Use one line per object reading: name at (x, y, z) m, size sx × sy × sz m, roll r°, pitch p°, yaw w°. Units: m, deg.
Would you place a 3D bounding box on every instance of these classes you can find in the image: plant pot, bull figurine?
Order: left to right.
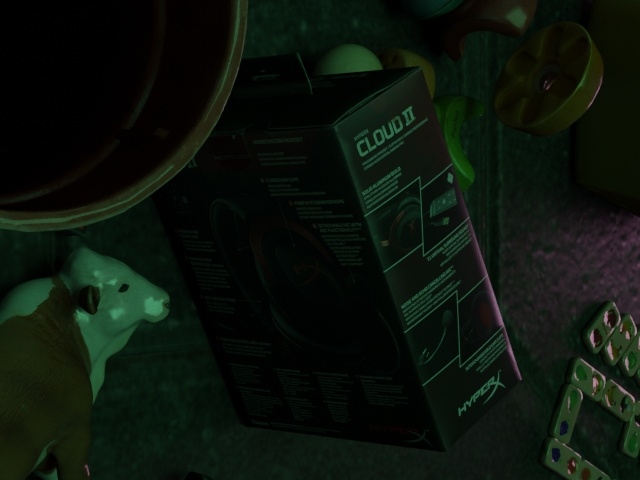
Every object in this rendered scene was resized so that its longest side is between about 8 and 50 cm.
plant pot at (-0.228, -0.134, 0.927) m, size 0.272 × 0.265 × 0.272 m, roll 2°, pitch 86°, yaw -36°
bull figurine at (-0.217, 0.136, 1.073) m, size 0.310 × 0.101 × 0.188 m, roll -33°, pitch 115°, yaw -40°
plant pot at (0.375, -0.109, 1.593) m, size 0.212 × 0.212 × 0.187 m, roll 24°, pitch 87°, yaw -42°

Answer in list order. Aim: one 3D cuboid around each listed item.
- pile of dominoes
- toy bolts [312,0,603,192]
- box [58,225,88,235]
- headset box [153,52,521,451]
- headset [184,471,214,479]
pile of dominoes at (0.337, 0.187, 1.662) m, size 0.251 × 0.040 × 0.196 m, roll 35°, pitch 67°, yaw -40°
toy bolts at (0.107, -0.181, 1.336) m, size 0.158 × 0.218 × 0.228 m, roll 33°, pitch 50°, yaw -33°
box at (-0.211, -0.070, 1.127) m, size 0.137 × 0.027 × 0.094 m, roll 27°, pitch 73°, yaw -41°
headset box at (0.000, 0.000, 1.203) m, size 0.110 × 0.218 × 0.293 m, roll -37°, pitch 115°, yaw -39°
headset at (-0.180, 0.330, 1.121) m, size 0.394 × 0.185 × 0.243 m, roll -44°, pitch 125°, yaw -17°
